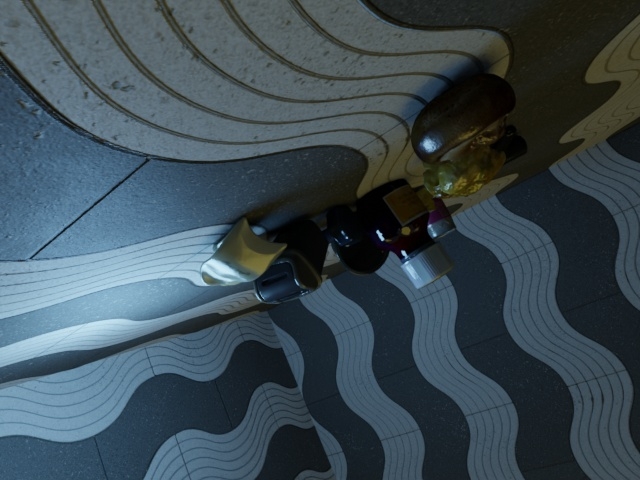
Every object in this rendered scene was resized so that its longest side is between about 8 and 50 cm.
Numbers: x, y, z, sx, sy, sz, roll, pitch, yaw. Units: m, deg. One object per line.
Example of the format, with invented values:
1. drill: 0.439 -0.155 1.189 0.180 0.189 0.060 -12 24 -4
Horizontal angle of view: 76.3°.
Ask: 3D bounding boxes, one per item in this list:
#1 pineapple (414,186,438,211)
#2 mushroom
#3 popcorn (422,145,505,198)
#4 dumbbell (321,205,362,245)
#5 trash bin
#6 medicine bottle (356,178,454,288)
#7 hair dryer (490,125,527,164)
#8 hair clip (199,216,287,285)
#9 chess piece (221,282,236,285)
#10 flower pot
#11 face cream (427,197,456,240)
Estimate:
1. pineapple: 0.377 -0.147 1.752 0.237 0.114 0.186 -23 170 6
2. mushroom: 0.322 -0.269 0.931 0.253 0.153 0.253 -26 169 -6
3. popcorn: 0.459 -0.231 1.311 0.253 0.191 0.190 -41 -156 14
4. dumbbell: 0.000 0.000 1.548 0.325 0.159 0.144 -33 136 32
5. trash bin: -0.093 0.075 1.356 0.210 0.182 0.290 -25 -155 29
6. medicine bottle: 0.316 -0.015 1.528 0.243 0.394 0.242 -28 172 -4
7. hair dryer: 0.692 -0.354 1.538 0.197 0.089 0.251 -25 163 5
8. hair clip: -0.261 0.054 1.238 0.282 0.113 0.173 -22 135 40
9. chess piece: -0.303 0.108 1.534 0.307 0.124 0.138 -32 -160 51
10. flower pot: 0.150 0.010 1.748 0.269 0.268 0.166 -20 -173 -22
11. face cream: 0.611 -0.112 2.192 0.175 0.194 0.175 -25 168 -6
